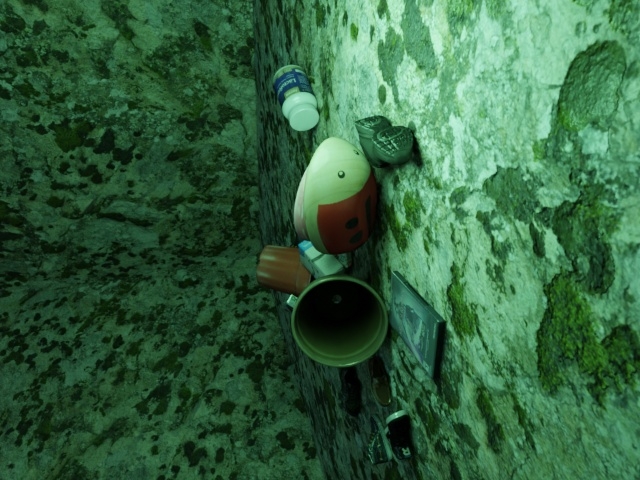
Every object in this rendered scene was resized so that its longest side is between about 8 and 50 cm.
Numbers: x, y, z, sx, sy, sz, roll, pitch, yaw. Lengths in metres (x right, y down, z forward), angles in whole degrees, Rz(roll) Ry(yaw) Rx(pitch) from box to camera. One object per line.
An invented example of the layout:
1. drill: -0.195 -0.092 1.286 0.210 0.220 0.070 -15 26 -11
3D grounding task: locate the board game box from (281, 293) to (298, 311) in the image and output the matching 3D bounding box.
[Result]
1. board game box: -0.032 0.359 2.039 0.053 0.306 0.193 -58 3 -19

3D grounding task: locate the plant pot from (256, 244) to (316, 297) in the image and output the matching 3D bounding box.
1. plant pot: -0.142 0.141 2.078 0.272 0.266 0.271 10 -90 -78

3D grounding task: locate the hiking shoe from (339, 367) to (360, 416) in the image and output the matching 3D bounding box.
1. hiking shoe: 0.131 0.660 1.948 0.114 0.086 0.226 119 140 -72

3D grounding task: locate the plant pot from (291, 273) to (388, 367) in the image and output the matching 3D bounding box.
1. plant pot: 0.062 0.251 1.603 0.280 0.324 0.322 -95 -2 -80

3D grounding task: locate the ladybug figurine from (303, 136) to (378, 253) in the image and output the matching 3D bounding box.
1. ladybug figurine: 0.076 -0.113 1.373 0.304 0.162 0.449 -61 -23 -26

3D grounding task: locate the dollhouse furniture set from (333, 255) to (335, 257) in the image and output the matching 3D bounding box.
1. dollhouse furniture set: 0.058 0.041 1.879 0.151 0.059 0.075 132 127 -71

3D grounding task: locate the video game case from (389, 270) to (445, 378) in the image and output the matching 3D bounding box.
1. video game case: 0.271 0.236 1.288 0.274 0.026 0.195 -128 32 -59

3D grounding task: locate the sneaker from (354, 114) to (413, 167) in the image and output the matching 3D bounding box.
1. sneaker: 0.179 -0.252 1.214 0.286 0.109 0.130 -111 8 -59

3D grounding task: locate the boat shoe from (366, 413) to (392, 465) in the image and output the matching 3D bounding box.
1. boat shoe: 0.211 0.775 1.730 0.065 0.083 0.183 99 156 -50

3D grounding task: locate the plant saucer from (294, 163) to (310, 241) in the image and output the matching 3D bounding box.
1. plant saucer: 0.023 -0.149 1.555 0.084 0.332 0.331 18 131 21

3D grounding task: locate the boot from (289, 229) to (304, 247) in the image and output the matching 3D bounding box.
1. boot: -0.113 -0.012 2.432 0.236 0.086 0.178 -161 65 -66

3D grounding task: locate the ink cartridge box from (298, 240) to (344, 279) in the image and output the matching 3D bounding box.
1. ink cartridge box: 0.004 0.099 1.839 0.203 0.086 0.148 47 160 28

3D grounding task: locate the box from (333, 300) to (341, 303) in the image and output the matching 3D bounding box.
1. box: 0.106 0.321 1.866 0.094 0.027 0.136 -12 93 55

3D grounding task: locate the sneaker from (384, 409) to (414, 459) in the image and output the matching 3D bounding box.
1. sneaker: 0.272 0.650 1.463 0.216 0.079 0.121 86 163 -51

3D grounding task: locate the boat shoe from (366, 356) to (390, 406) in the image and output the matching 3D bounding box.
1. boat shoe: 0.211 0.508 1.600 0.060 0.064 0.177 103 155 -60

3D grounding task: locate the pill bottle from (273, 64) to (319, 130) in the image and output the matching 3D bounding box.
1. pill bottle: -0.101 -0.603 1.882 0.153 0.153 0.264 105 150 -57

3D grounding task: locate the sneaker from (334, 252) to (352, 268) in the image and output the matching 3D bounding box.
1. sneaker: 0.107 0.063 1.747 0.075 0.057 0.161 59 159 12
